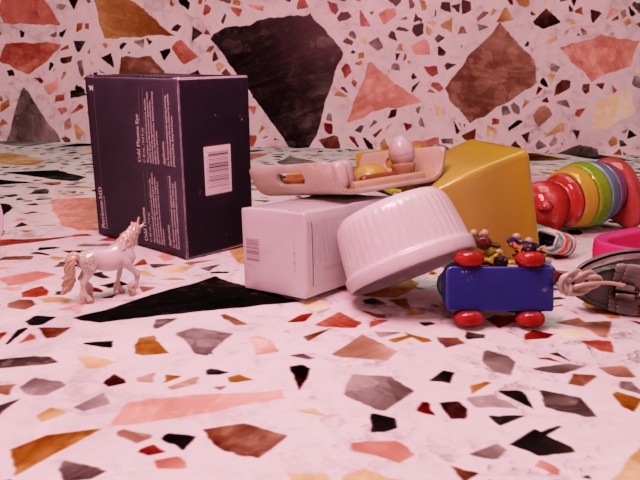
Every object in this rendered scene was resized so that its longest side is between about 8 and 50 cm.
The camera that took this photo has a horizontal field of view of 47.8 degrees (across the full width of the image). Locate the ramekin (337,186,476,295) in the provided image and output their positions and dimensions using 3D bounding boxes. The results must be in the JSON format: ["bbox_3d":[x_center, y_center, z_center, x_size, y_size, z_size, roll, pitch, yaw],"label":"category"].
[{"bbox_3d":[0.123,-0.001,1.106,0.207,0.109,0.207,-20,-10,-4],"label":"ramekin"}]

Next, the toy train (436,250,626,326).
[{"bbox_3d":[0.298,0.068,1.068,0.248,0.105,0.143,0,0,-1],"label":"toy train"}]

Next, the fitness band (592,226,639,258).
[{"bbox_3d":[0.654,0.015,1.375,0.291,0.054,0.209,-7,15,-35],"label":"fitness band"}]

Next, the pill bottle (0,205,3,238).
[{"bbox_3d":[-0.742,-0.041,1.316,0.283,0.161,0.161,6,14,23],"label":"pill bottle"}]

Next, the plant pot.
[{"bbox_3d":[0.276,-0.065,1.405,0.187,0.212,0.212,-16,17,-15],"label":"plant pot"}]

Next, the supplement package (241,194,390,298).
[{"bbox_3d":[0.000,0.000,1.221,0.134,0.139,0.244,7,13,37],"label":"supplement package"}]

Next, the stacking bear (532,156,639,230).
[{"bbox_3d":[0.566,-0.091,1.624,0.289,0.164,0.175,-13,18,-30],"label":"stacking bear"}]

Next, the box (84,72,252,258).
[{"bbox_3d":[-0.309,-0.167,1.474,0.312,0.343,0.179,13,19,39],"label":"box"}]

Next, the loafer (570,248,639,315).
[{"bbox_3d":[0.512,0.069,1.066,0.267,0.096,0.084,2,19,-4],"label":"loafer"}]

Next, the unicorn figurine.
[{"bbox_3d":[-0.326,0.033,1.130,0.060,0.111,0.162,10,16,36],"label":"unicorn figurine"}]

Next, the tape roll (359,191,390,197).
[{"bbox_3d":[0.278,-0.091,1.766,0.392,0.072,0.392,1,14,0],"label":"tape roll"}]

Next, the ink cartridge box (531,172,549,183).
[{"bbox_3d":[0.500,-0.146,1.974,0.153,0.087,0.208,-4,13,-19],"label":"ink cartridge box"}]

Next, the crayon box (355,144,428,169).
[{"bbox_3d":[0.237,-0.204,2.014,0.202,0.081,0.318,-3,-2,31],"label":"crayon box"}]

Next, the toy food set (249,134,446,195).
[{"bbox_3d":[0.052,-0.139,1.322,0.306,0.092,0.220,-11,9,-42],"label":"toy food set"}]

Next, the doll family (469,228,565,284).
[{"bbox_3d":[0.344,0.029,1.265,0.193,0.076,0.111,5,9,4],"label":"doll family"}]

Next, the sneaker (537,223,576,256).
[{"bbox_3d":[0.419,-0.010,1.428,0.075,0.057,0.161,16,2,-44],"label":"sneaker"}]

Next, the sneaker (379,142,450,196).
[{"bbox_3d":[0.237,-0.158,1.630,0.300,0.121,0.111,-6,15,-26],"label":"sneaker"}]
